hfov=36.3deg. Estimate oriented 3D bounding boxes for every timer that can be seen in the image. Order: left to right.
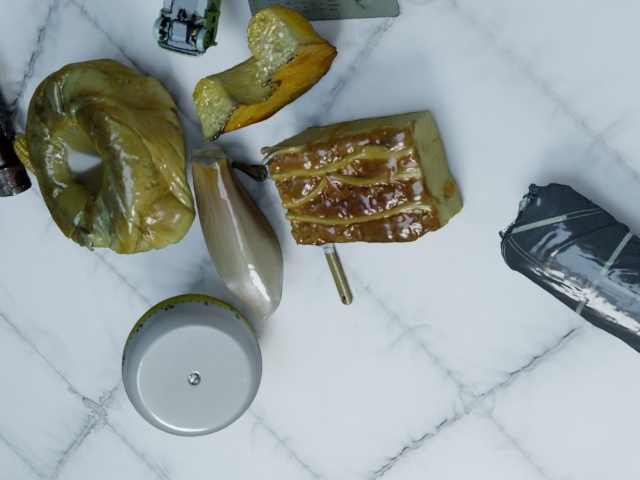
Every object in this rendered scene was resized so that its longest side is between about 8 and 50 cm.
[{"bbox_3d":[-0.249,0.220,1.866,0.285,0.285,0.285,20,130,26],"label":"timer"}]

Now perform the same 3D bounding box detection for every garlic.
[{"bbox_3d":[-0.145,-0.020,1.679,0.143,0.112,0.318,18,137,56],"label":"garlic"}]

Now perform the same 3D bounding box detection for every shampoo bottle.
[{"bbox_3d":[-0.662,-0.244,1.930,0.129,0.084,0.323,-117,12,-61],"label":"shampoo bottle"}]

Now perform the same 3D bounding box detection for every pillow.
[{"bbox_3d":[0.401,0.051,1.314,0.335,0.092,0.161,35,131,12],"label":"pillow"}]

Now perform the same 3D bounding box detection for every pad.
[{"bbox_3d":[-0.014,-0.390,1.390,0.265,0.009,0.160,7,124,35],"label":"pad"}]

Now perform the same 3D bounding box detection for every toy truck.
[{"bbox_3d":[-0.186,-0.379,1.458,0.085,0.116,0.191,14,115,11],"label":"toy truck"}]

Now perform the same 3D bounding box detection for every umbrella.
[{"bbox_3d":[-0.119,-0.119,1.658,0.083,0.020,0.031,25,131,30],"label":"umbrella"}]

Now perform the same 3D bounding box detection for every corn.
[{"bbox_3d":[-0.527,-0.137,1.931,0.207,0.068,0.068,45,137,0],"label":"corn"}]

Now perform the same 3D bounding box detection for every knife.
[{"bbox_3d":[-0.001,0.001,1.646,0.046,0.022,0.256,1,120,42],"label":"knife"}]

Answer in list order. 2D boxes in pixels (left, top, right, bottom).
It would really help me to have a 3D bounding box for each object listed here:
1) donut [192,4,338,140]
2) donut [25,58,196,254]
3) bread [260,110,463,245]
[{"bbox_3d":[-0.071,-0.249,1.443,0.259,0.152,0.101,-40,76,41],"label":"donut"},{"bbox_3d":[-0.367,-0.138,1.709,0.360,0.170,0.360,19,119,38],"label":"donut"},{"bbox_3d":[0.061,-0.088,1.471,0.274,0.114,0.185,-4,117,38],"label":"bread"}]
